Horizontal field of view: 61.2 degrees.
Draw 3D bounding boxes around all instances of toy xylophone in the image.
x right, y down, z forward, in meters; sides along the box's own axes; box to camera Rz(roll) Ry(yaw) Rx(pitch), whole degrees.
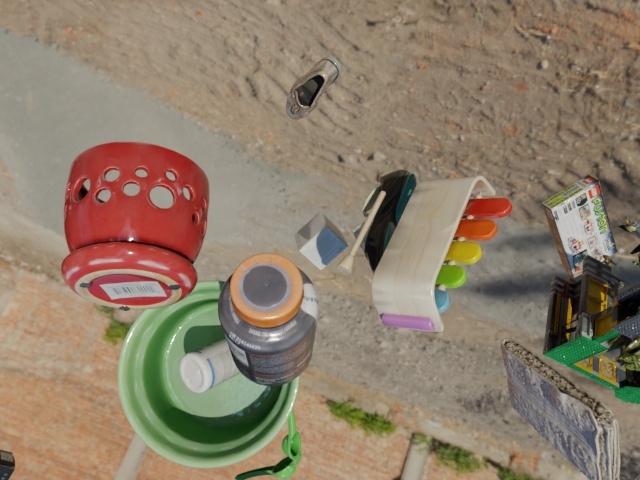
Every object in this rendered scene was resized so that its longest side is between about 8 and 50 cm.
[{"bbox_3d":[0.173,0.000,0.943,0.236,0.323,0.081,9,147,47],"label":"toy xylophone"}]

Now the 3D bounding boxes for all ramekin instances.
[{"bbox_3d":[-0.183,0.226,0.960,0.303,0.303,0.148,20,173,4],"label":"ramekin"}]

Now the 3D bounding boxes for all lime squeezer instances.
[{"bbox_3d":[-0.085,0.444,1.170,0.110,0.310,0.059,39,-150,26],"label":"lime squeezer"}]

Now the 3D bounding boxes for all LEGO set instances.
[{"bbox_3d":[0.523,0.104,0.863,0.255,0.192,0.331,22,146,3],"label":"LEGO set"}]

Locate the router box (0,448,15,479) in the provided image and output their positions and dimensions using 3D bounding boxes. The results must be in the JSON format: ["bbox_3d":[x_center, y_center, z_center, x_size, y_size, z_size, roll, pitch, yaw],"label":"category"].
[{"bbox_3d":[-0.412,0.281,0.589,0.092,0.122,0.038,36,172,-36],"label":"router box"}]

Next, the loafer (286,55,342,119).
[{"bbox_3d":[-0.019,-0.203,0.744,0.045,0.039,0.125,42,142,-9],"label":"loafer"}]

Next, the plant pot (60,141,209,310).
[{"bbox_3d":[-0.248,-0.012,0.730,0.191,0.174,0.191,-3,150,-2],"label":"plant pot"}]

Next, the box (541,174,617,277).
[{"bbox_3d":[0.555,-0.025,1.154,0.207,0.114,0.036,57,-177,-32],"label":"box"}]

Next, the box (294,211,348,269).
[{"bbox_3d":[0.000,0.000,1.416,0.087,0.102,0.101,44,-169,-25],"label":"box"}]

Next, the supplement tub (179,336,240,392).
[{"bbox_3d":[-0.180,0.210,0.927,0.071,0.071,0.107,6,-168,35],"label":"supplement tub"}]

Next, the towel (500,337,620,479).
[{"bbox_3d":[0.455,0.330,1.052,0.282,0.049,0.187,-138,29,-62],"label":"towel"}]

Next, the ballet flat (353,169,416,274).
[{"bbox_3d":[0.129,-0.033,1.141,0.096,0.280,0.095,2,142,27],"label":"ballet flat"}]

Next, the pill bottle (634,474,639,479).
[{"bbox_3d":[0.859,0.632,1.279,0.181,0.181,0.323,16,157,15],"label":"pill bottle"}]

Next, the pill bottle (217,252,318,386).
[{"bbox_3d":[-0.069,0.108,0.739,0.130,0.130,0.246,19,153,7],"label":"pill bottle"}]
